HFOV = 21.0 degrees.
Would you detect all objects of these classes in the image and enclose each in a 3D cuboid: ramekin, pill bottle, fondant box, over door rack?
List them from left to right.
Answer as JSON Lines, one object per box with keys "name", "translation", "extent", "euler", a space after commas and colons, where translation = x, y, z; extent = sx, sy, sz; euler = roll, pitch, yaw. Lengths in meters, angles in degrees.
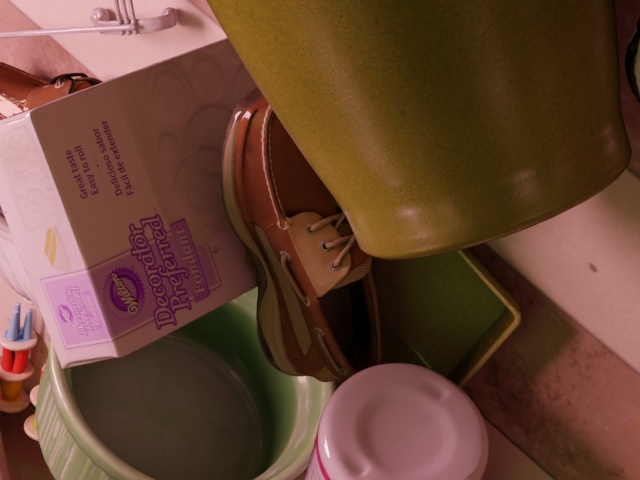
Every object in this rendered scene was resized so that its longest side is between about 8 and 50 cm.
{"name": "over door rack", "translation": [-0.313, -0.329, 1.831], "extent": [0.324, 0.108, 0.240], "euler": [-3, 108, 21]}
{"name": "fondant box", "translation": [-0.146, -0.049, 1.669], "extent": [0.096, 0.330, 0.238], "euler": [-11, 101, 45]}
{"name": "ramekin", "translation": [-0.150, 0.167, 1.802], "extent": [0.303, 0.303, 0.148], "euler": [49, 141, 14]}
{"name": "pill bottle", "translation": [0.060, 0.255, 1.699], "extent": [0.160, 0.160, 0.283], "euler": [43, 150, 19]}

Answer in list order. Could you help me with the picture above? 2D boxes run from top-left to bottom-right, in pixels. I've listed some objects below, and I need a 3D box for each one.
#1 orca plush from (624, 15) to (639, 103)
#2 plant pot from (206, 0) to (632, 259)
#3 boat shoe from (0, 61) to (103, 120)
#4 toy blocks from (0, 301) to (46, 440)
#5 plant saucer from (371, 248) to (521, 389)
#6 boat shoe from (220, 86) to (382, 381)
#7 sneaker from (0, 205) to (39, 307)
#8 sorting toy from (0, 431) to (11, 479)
{"name": "orca plush", "translation": [0.312, -0.241, 1.332], "extent": [0.102, 0.151, 0.287], "euler": [-114, 30, -45]}
{"name": "plant pot", "translation": [0.085, -0.185, 1.387], "extent": [0.366, 0.366, 0.353], "euler": [-9, 106, 44]}
{"name": "boat shoe", "translation": [-0.270, -0.137, 1.911], "extent": [0.307, 0.110, 0.104], "euler": [30, 123, 17]}
{"name": "toy blocks", "translation": [-0.357, 0.161, 2.151], "extent": [0.123, 0.054, 0.148], "euler": [33, 128, 28]}
{"name": "plant saucer", "translation": [0.101, 0.055, 1.694], "extent": [0.188, 0.045, 0.188], "euler": [49, 134, 15]}
{"name": "boat shoe", "translation": [0.000, 0.000, 1.632], "extent": [0.120, 0.122, 0.324], "euler": [17, 135, 35]}
{"name": "sneaker", "translation": [-0.314, 0.030, 2.033], "extent": [0.297, 0.111, 0.129], "euler": [47, 146, 29]}
{"name": "sorting toy", "translation": [-0.454, 0.226, 2.221], "extent": [0.196, 0.047, 0.348], "euler": [27, 129, 61]}
